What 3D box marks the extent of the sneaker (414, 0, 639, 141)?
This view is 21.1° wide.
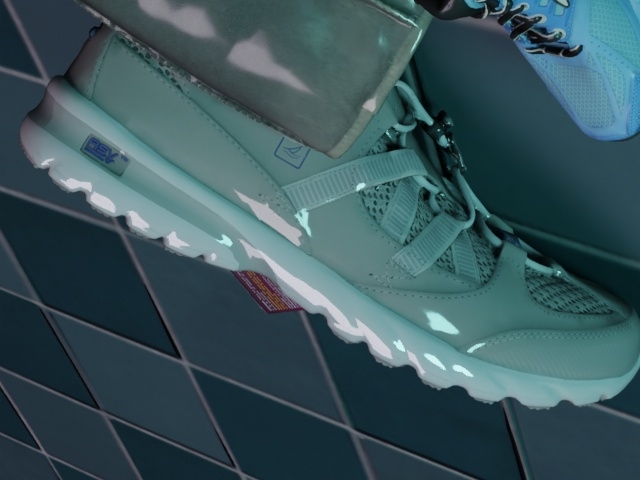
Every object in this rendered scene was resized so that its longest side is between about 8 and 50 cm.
[{"bbox_3d":[0.058,-0.091,0.586,0.063,0.073,0.162,-6,131,52],"label":"sneaker"}]

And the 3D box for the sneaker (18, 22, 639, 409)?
[{"bbox_3d":[0.024,-0.021,0.705,0.281,0.115,0.105,26,-173,-16],"label":"sneaker"}]

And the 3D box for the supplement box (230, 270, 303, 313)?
[{"bbox_3d":[0.000,0.000,0.814,0.043,0.055,0.083,50,149,-20],"label":"supplement box"}]

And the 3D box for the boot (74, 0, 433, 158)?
[{"bbox_3d":[-0.043,-0.146,0.601,0.208,0.076,0.190,25,115,-6],"label":"boot"}]
